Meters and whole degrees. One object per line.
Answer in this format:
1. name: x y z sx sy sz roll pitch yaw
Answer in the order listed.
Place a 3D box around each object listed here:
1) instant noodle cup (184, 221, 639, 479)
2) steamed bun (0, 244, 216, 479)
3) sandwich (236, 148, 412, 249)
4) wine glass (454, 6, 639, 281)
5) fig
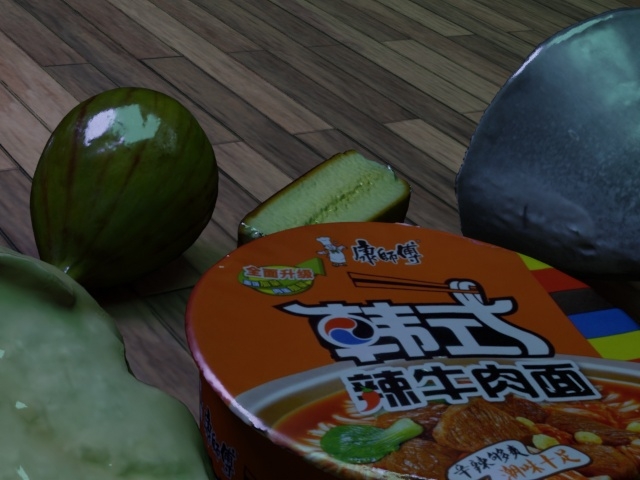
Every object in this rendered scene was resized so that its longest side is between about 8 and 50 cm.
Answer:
1. instant noodle cup: 0.043 0.130 0.620 0.250 0.192 0.250 7 27 -4
2. steamed bun: -0.208 0.153 0.457 0.372 0.230 0.325 -8 63 -41
3. sandwich: 0.000 0.000 0.977 0.090 0.088 0.244 28 28 15
4. wine glass: 0.305 0.028 0.853 0.267 0.267 0.406 -4 34 -25
5. fig: -0.169 0.003 0.894 0.151 0.151 0.259 12 52 3
